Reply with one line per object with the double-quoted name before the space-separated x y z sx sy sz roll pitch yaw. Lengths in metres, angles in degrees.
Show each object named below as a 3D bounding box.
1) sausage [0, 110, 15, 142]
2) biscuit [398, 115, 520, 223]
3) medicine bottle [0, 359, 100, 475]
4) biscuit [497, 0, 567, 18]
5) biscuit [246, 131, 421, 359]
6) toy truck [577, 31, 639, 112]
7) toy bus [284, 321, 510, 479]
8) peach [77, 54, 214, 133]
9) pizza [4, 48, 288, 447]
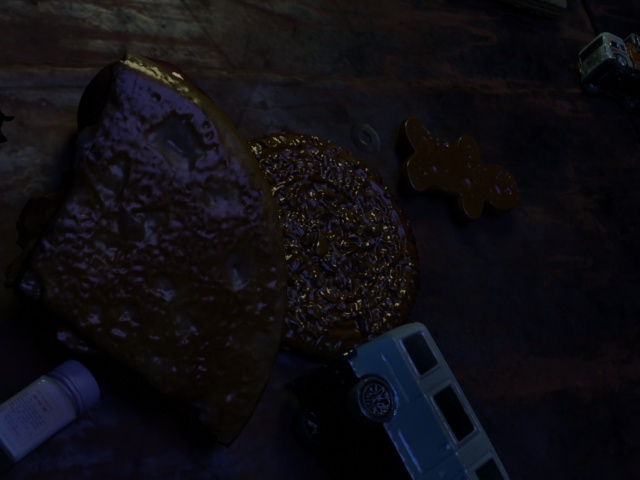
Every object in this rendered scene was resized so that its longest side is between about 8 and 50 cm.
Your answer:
"sausage" -0.427 -0.217 1.071 0.125 0.117 0.317 -25 82 -35
"biscuit" 0.191 -0.087 1.497 0.205 0.031 0.138 16 58 -28
"medicine bottle" -0.265 0.162 1.008 0.118 0.074 0.055 -36 89 -41
"biscuit" 0.289 -0.451 1.753 0.252 0.052 0.150 9 61 -32
"biscuit" 0.000 0.000 1.309 0.305 0.038 0.305 17 57 -28
"toy truck" 0.507 -0.289 1.801 0.177 0.080 0.115 15 53 -30
"toy bus" 0.102 0.233 1.185 0.164 0.133 0.271 -24 83 -39
"peach" -0.196 -0.127 1.191 0.152 0.152 0.152 17 57 -28
"pizza" -0.166 0.022 1.082 0.277 0.114 0.409 -22 99 -12
